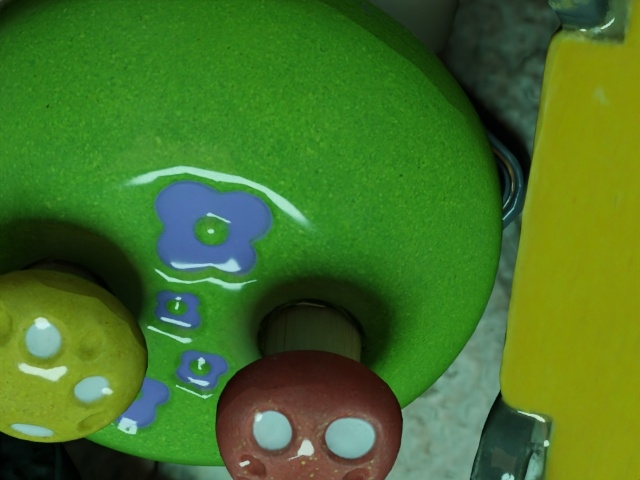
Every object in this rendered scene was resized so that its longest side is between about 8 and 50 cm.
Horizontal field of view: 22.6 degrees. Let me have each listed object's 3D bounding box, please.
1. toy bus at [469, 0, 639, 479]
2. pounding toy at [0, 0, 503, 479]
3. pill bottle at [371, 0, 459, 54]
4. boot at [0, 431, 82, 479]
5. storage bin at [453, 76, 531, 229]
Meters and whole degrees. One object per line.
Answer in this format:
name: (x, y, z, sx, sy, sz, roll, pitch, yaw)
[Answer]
toy bus: (0.127, -0.037, 0.498, 0.108, 0.130, 0.333, 13, 120, 16)
pounding toy: (-0.048, 0.002, 0.443, 0.182, 0.110, 0.237, -16, 125, 15)
pill bottle: (0.021, -0.173, 0.501, 0.121, 0.121, 0.216, 16, 110, 7)
boot: (-0.083, 0.137, 0.589, 0.246, 0.094, 0.207, 11, 149, 14)
storage bin: (0.000, 0.000, 0.579, 0.098, 0.091, 0.135, 45, 110, -4)
